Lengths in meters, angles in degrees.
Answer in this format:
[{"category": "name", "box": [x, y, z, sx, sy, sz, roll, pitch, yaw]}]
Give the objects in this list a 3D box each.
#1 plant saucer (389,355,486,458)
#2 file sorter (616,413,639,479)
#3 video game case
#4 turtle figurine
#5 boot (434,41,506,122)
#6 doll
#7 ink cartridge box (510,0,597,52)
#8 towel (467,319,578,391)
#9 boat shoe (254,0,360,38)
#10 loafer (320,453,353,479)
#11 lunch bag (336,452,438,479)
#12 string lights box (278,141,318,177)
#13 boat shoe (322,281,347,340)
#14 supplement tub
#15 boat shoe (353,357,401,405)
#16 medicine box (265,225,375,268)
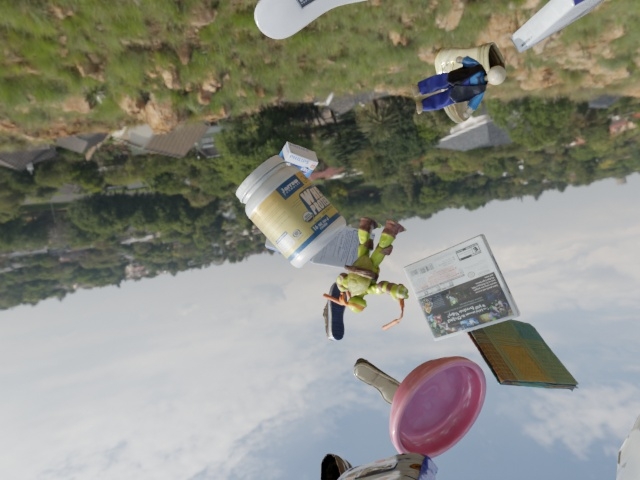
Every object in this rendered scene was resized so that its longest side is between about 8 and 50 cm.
[{"category": "plant saucer", "box": [0.328, 0.470, 1.328, 0.331, 0.333, 0.084, -12, -156, -23]}, {"category": "file sorter", "box": [0.578, 0.315, 0.672, 0.173, 0.278, 0.192, 24, -153, 28]}, {"category": "video game case", "box": [0.285, 0.101, 0.954, 0.190, 0.173, 0.022, -28, 170, 36]}, {"category": "turtle figurine", "box": [0.090, 0.061, 0.980, 0.087, 0.218, 0.269, 22, 171, -29]}, {"category": "boot", "box": [0.486, -0.493, 1.463, 0.095, 0.262, 0.203, -43, -145, -26]}, {"category": "doll", "box": [0.297, -0.325, 0.985, 0.188, 0.129, 0.046, -12, -172, 24]}, {"category": "ink cartridge box", "box": [0.513, -0.474, 0.876, 0.223, 0.045, 0.224, -32, 179, -12]}, {"category": "towel", "box": [0.617, 0.348, 1.457, 0.369, 0.272, 0.040, 13, 124, -30]}, {"category": "boat shoe", "box": [0.018, -0.408, 0.719, 0.267, 0.088, 0.096, -20, 133, 27]}, {"category": "loafer", "box": [0.039, 0.839, 1.451, 0.133, 0.130, 0.366, -30, -155, 10]}, {"category": "lunch bag", "box": [0.095, 0.620, 0.956, 0.386, 0.239, 0.328, -50, 159, 0]}, {"category": "string lights box", "box": [-0.134, -0.264, 1.874, 0.133, 0.077, 0.260, 14, 133, -31]}, {"category": "boat shoe", "box": [0.037, 0.222, 1.447, 0.066, 0.184, 0.066, 17, 156, -27]}, {"category": "supplement tub", "box": [-0.061, -0.060, 0.944, 0.144, 0.200, 0.144, -43, 180, 0]}, {"category": "boat shoe", "box": [0.188, 0.419, 1.373, 0.075, 0.206, 0.065, -53, -176, 14]}, {"category": "medicine box", "box": [0.000, 0.000, 1.663, 0.289, 0.149, 0.263, 13, -178, -45]}]
